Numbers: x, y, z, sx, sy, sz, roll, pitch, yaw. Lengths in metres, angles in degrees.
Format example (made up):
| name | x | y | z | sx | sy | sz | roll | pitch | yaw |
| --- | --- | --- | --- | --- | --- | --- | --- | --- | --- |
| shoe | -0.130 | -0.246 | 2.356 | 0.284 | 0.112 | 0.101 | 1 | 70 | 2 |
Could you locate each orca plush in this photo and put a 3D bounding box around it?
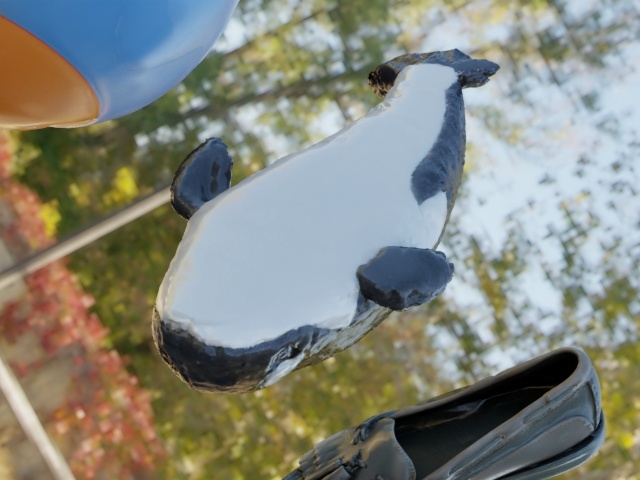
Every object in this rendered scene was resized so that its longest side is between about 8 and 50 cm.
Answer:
| name | x | y | z | sx | sy | sz | roll | pitch | yaw |
| --- | --- | --- | --- | --- | --- | --- | --- | --- | --- |
| orca plush | 0.000 | 0.000 | 0.813 | 0.287 | 0.151 | 0.102 | -69 | 169 | -49 |

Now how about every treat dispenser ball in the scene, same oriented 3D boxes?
| name | x | y | z | sx | sy | sz | roll | pitch | yaw |
| --- | --- | --- | --- | --- | --- | --- | --- | --- | --- |
| treat dispenser ball | -0.185 | -0.215 | 0.995 | 0.288 | 0.288 | 0.288 | 61 | -6 | 11 |

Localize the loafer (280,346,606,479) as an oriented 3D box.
| name | x | y | z | sx | sy | sz | roll | pitch | yaw |
| --- | --- | --- | --- | --- | --- | --- | --- | --- | --- |
| loafer | 0.070 | 0.142 | 1.050 | 0.084 | 0.267 | 0.096 | 79 | -14 | -44 |
